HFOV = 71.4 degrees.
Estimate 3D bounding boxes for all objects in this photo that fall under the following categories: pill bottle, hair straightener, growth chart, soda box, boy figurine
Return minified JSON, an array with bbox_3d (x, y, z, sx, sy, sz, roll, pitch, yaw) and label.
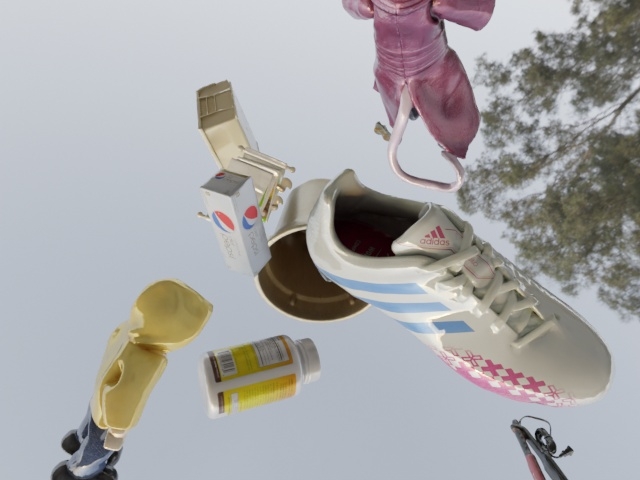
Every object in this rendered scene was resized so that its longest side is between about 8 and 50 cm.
[{"bbox_3d":[-0.112,0.245,0.829,0.214,0.117,0.117,-8,-119,-23],"label":"pill bottle"},{"bbox_3d":[0.433,0.411,0.852,0.088,0.230,0.047,-7,-80,7],"label":"hair straightener"},{"bbox_3d":[-0.180,-0.115,1.108,0.171,0.237,0.021,29,-161,-15],"label":"growth chart"},{"bbox_3d":[-0.159,-0.030,0.866,0.073,0.216,0.069,18,-130,24],"label":"soda box"},{"bbox_3d":[-0.237,0.169,0.567,0.092,0.177,0.285,29,-84,-24],"label":"boy figurine"}]

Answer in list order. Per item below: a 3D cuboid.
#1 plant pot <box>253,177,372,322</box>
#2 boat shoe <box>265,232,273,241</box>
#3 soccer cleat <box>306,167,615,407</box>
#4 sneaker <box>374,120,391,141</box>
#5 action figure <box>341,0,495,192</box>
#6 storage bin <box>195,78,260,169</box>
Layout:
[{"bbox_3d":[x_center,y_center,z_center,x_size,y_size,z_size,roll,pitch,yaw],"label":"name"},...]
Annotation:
[{"bbox_3d":[0.000,0.000,1.215,0.333,0.334,0.306,7,-142,-6],"label":"plant pot"},{"bbox_3d":[-0.177,0.019,1.246,0.066,0.184,0.063,6,-81,4],"label":"boat shoe"},{"bbox_3d":[0.129,0.045,0.419,0.330,0.143,0.116,27,-119,12],"label":"soccer cleat"},{"bbox_3d":[0.194,-0.326,1.329,0.083,0.031,0.037,27,-118,-40],"label":"sneaker"},{"bbox_3d":[0.117,-0.281,0.647,0.247,0.370,0.276,12,-107,25],"label":"action figure"},{"bbox_3d":[-0.294,-0.347,1.462,0.123,0.262,0.261,-20,-133,2],"label":"storage bin"}]
